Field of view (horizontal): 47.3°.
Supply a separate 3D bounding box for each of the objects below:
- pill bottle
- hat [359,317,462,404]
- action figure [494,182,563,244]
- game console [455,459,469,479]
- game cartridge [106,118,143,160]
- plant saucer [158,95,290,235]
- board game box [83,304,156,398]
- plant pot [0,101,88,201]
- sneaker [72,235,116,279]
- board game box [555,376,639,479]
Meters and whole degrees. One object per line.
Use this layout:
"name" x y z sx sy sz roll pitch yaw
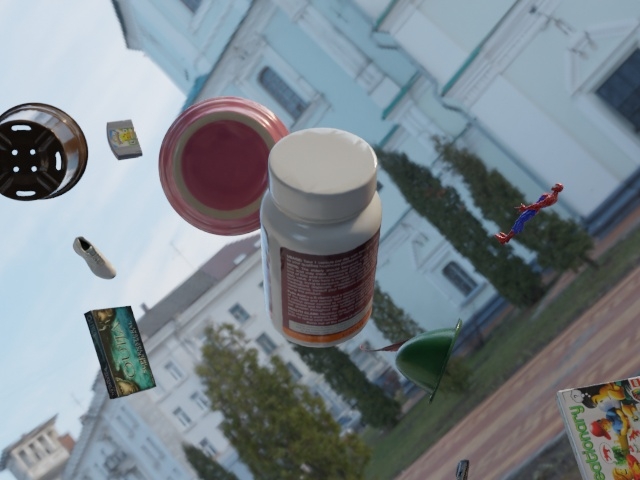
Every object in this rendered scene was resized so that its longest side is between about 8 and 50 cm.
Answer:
"pill bottle" 0.000 0.000 1.374 0.224 0.224 0.392 -37 -33 -32
"hat" 0.159 0.214 1.439 0.173 0.183 0.209 -53 -20 -54
"action figure" 0.295 -0.040 1.028 0.115 0.030 0.038 -43 -20 28
"game console" 0.254 0.549 1.412 0.361 0.043 0.213 -46 -30 -62
"game cartridge" -0.373 -0.191 1.378 0.056 0.083 0.017 -15 -20 -23
"plant saucer" -0.217 -0.173 1.711 0.332 0.332 0.084 -45 5 1
"board game box" -0.415 0.230 1.520 0.026 0.186 0.126 -25 -10 22
"plant pot" -0.464 -0.137 1.173 0.167 0.167 0.165 -44 18 -3
"sneaker" -0.618 0.048 1.991 0.054 0.152 0.061 -47 1 -26
"board game box" 0.643 0.448 1.554 0.192 0.305 0.053 -12 -40 4
